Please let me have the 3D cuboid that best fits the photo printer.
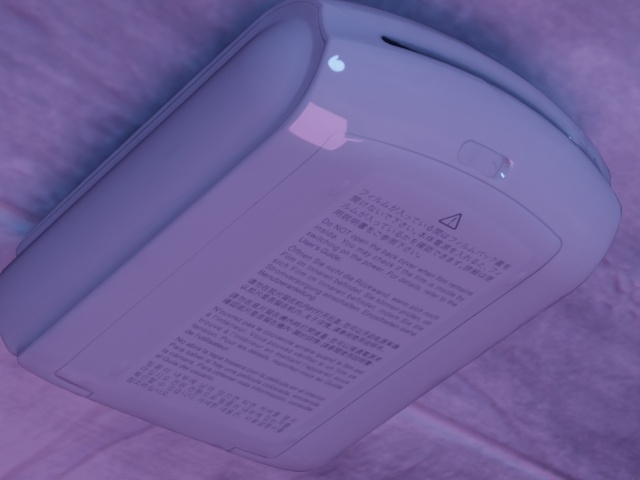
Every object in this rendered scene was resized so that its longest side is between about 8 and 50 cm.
[{"bbox_3d":[0.000,0.000,0.958,0.256,0.107,0.307,25,130,-35],"label":"photo printer"}]
